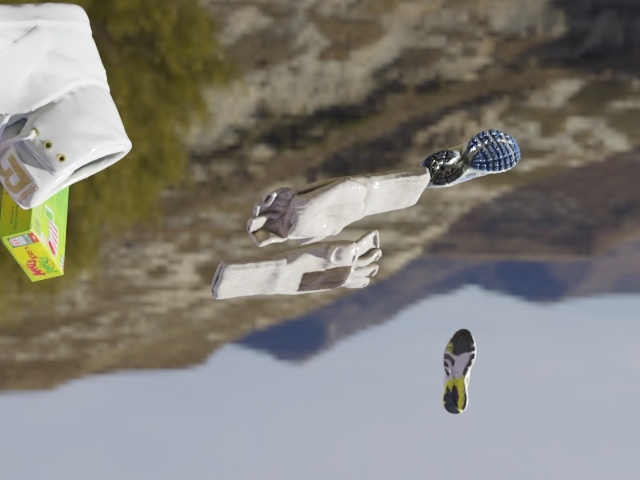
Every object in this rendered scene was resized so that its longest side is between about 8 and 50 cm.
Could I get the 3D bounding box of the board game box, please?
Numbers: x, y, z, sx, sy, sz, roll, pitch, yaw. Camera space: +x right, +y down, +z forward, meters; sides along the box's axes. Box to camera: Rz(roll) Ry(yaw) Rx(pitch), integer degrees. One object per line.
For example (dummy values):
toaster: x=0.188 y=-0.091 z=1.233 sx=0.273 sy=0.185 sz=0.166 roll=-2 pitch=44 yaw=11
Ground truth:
board game box: x=-0.343 y=-0.052 z=2.066 sx=0.043 sy=0.181 sz=0.092 roll=-13 pitch=140 yaw=12

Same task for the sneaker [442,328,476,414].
sneaker: x=0.131 y=0.124 z=1.656 sx=0.031 sy=0.083 sz=0.035 roll=9 pitch=-171 yaw=1

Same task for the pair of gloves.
pair of gloves: x=0.000 y=0.000 z=1.889 sx=0.204 sy=0.042 sz=0.240 roll=-7 pitch=152 yaw=-27

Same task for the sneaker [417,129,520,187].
sneaker: x=0.167 y=-0.092 z=1.997 sx=0.135 sy=0.052 sz=0.058 roll=-14 pitch=174 yaw=-23

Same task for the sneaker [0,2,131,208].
sneaker: x=-0.286 y=-0.105 z=1.431 sx=0.292 sy=0.169 sz=0.108 roll=-13 pitch=163 yaw=-42
